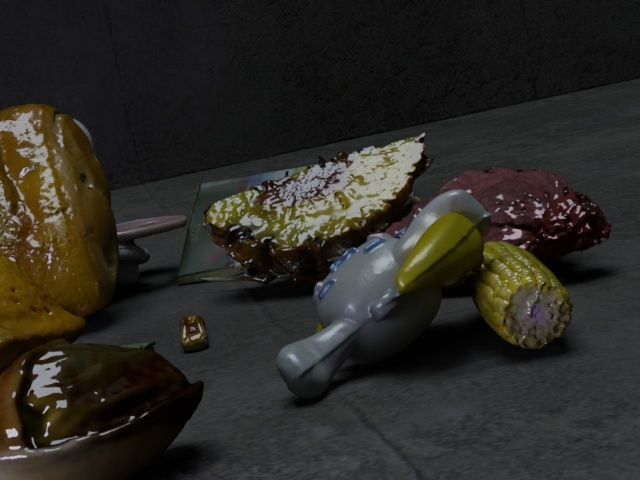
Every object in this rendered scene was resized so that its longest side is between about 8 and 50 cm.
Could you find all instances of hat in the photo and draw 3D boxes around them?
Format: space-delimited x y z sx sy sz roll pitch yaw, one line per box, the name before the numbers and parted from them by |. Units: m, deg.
hat | 0.215 -0.009 1.732 0.286 0.107 0.237 -2 41 46

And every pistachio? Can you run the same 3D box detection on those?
pistachio | -0.188 0.142 1.229 0.210 0.131 0.165 -8 2 -42

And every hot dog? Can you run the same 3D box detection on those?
hot dog | -0.146 0.102 1.702 0.030 0.034 0.090 -12 10 -4

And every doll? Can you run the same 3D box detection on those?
doll | 0.065 0.048 1.462 0.252 0.111 0.237 -39 4 2

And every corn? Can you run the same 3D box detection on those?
corn | 0.191 0.051 1.469 0.081 0.081 0.248 -11 9 -1

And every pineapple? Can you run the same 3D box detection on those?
pineapple | 0.002 0.003 1.914 0.334 0.158 0.161 -16 49 -3

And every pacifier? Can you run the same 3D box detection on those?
pacifier | -0.360 -0.024 2.165 0.332 0.273 0.220 -9 -31 6

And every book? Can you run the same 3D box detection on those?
book | -0.059 -0.030 2.118 0.289 0.026 0.201 -10 42 17

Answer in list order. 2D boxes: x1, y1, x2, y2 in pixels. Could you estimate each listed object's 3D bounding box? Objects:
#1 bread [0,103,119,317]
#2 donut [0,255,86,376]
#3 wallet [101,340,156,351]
bread | -0.437 -0.020 1.934 0.337 0.148 0.328 -14 54 -6
donut | -0.354 0.118 1.288 0.303 0.110 0.303 -34 -3 -2
wallet | -0.258 0.138 1.595 0.155 0.039 0.110 -8 11 10
